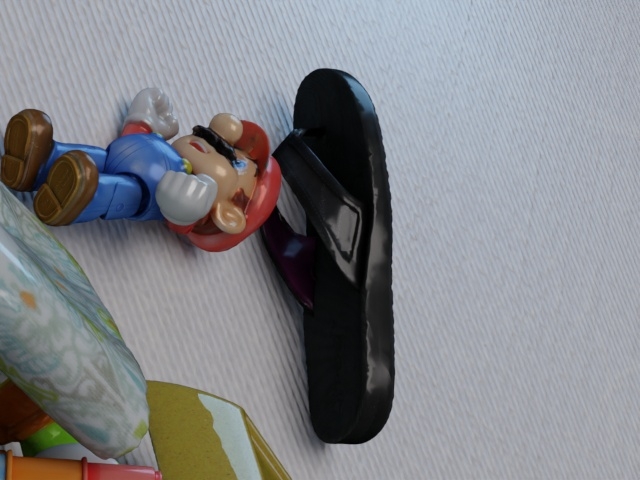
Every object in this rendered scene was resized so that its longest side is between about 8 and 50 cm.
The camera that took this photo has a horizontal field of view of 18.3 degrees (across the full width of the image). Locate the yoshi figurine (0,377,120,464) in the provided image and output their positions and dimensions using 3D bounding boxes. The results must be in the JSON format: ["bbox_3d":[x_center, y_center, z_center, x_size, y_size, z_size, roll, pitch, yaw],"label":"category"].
[{"bbox_3d":[-0.209,0.303,1.768,0.362,0.203,0.203,48,-2,1],"label":"yoshi figurine"}]

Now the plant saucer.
[{"bbox_3d":[-0.034,0.309,1.815,0.332,0.081,0.333,58,5,-34],"label":"plant saucer"}]

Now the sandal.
[{"bbox_3d":[0.001,0.000,2.161,0.107,0.167,0.445,9,62,-27],"label":"sandal"}]

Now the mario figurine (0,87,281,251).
[{"bbox_3d":[-0.158,-0.090,2.008,0.320,0.170,0.198,2,66,-49],"label":"mario figurine"}]

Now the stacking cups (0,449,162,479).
[{"bbox_3d":[-0.287,0.210,1.607,0.316,0.096,0.096,4,61,-7],"label":"stacking cups"}]

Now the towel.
[{"bbox_3d":[-0.291,0.006,1.702,0.320,0.090,0.374,46,0,-22],"label":"towel"}]
